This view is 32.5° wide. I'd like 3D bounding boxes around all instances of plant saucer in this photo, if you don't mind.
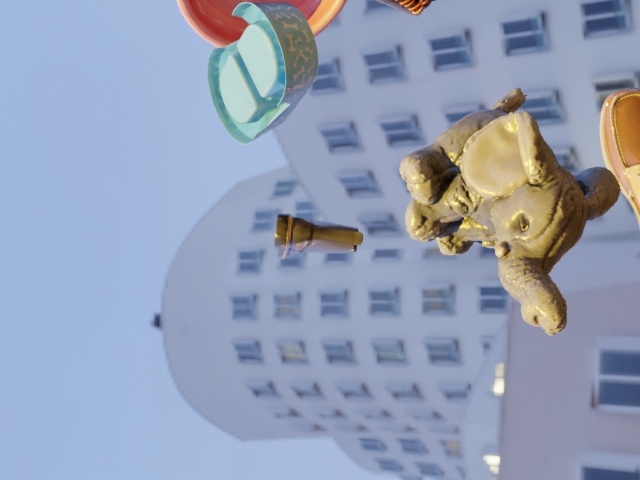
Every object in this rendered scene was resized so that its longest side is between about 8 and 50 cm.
[{"bbox_3d":[-0.103,-0.492,1.960,0.332,0.332,0.084,48,-167,-42],"label":"plant saucer"}]

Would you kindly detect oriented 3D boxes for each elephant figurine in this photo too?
[{"bbox_3d":[0.201,-0.038,1.054,0.169,0.239,0.186,-14,-74,-26],"label":"elephant figurine"}]

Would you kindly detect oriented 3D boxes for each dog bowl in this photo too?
[{"bbox_3d":[-0.092,-0.269,1.745,0.074,0.297,0.166,-21,-101,-28],"label":"dog bowl"}]

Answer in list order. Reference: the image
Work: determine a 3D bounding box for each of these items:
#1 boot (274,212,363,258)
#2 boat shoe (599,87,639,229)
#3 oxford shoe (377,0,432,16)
[{"bbox_3d":[0.000,0.000,1.770,0.198,0.137,0.076,-36,-47,-87],"label":"boot"},{"bbox_3d":[0.512,-0.075,1.622,0.116,0.123,0.324,-93,-22,-85],"label":"boat shoe"},{"bbox_3d":[0.114,-0.355,1.479,0.098,0.097,0.271,50,-151,0],"label":"oxford shoe"}]
